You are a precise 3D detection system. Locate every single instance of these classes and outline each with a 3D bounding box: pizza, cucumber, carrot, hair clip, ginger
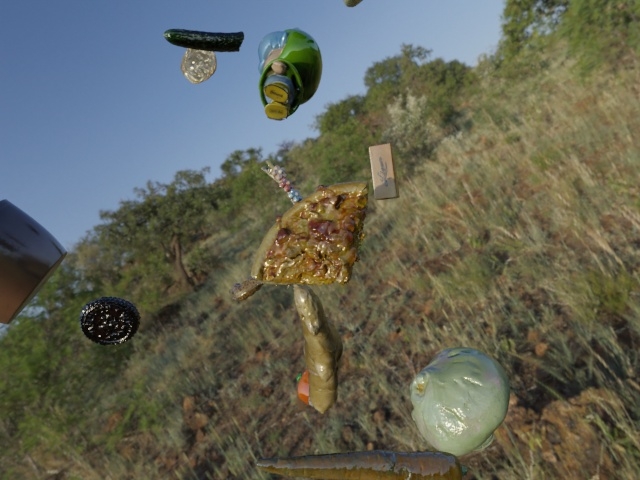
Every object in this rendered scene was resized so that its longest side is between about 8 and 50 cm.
[{"bbox_3d":[0.000,0.000,1.044,0.335,0.226,0.086,-38,-29,-4],"label":"pizza"},{"bbox_3d":[-0.317,-0.547,1.301,0.215,0.058,0.052,-6,26,-22],"label":"cucumber"},{"bbox_3d":[0.052,0.267,0.558,0.254,0.049,0.049,7,-3,-9],"label":"carrot"},{"bbox_3d":[-0.127,-0.204,1.689,0.062,0.214,0.056,-32,-13,-51],"label":"hair clip"},{"bbox_3d":[-0.001,0.200,0.894,0.081,0.333,0.148,6,51,10],"label":"ginger"}]

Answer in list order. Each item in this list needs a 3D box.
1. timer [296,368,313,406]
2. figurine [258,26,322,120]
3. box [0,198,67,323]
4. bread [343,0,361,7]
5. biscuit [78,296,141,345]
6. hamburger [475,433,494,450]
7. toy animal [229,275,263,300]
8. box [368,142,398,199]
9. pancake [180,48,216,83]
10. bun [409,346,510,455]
[{"bbox_3d":[-0.033,0.517,1.713,0.136,0.136,0.099,-30,-39,10],"label":"timer"},{"bbox_3d":[-0.070,-0.349,1.012,0.143,0.162,0.263,3,43,4],"label":"figurine"},{"bbox_3d":[-0.850,0.069,1.274,0.301,0.216,0.301,-45,18,19],"label":"box"},{"bbox_3d":[0.096,-0.582,1.084,0.112,0.036,0.193,-50,1,7],"label":"bread"},{"bbox_3d":[-0.691,0.266,1.569,0.194,0.194,0.053,-31,29,4],"label":"biscuit"},{"bbox_3d":[0.423,0.509,1.296,0.084,0.121,0.054,3,-37,-11],"label":"hamburger"},{"bbox_3d":[-0.192,0.125,1.454,0.149,0.054,0.275,-41,10,-34],"label":"toy animal"},{"bbox_3d":[0.194,-0.198,1.426,0.070,0.152,0.237,-7,3,10],"label":"box"},{"bbox_3d":[-0.452,-0.655,1.761,0.151,0.151,0.025,-30,-2,14],"label":"pancake"},{"bbox_3d":[0.332,0.383,1.218,0.283,0.179,0.283,-43,17,16],"label":"bun"}]
